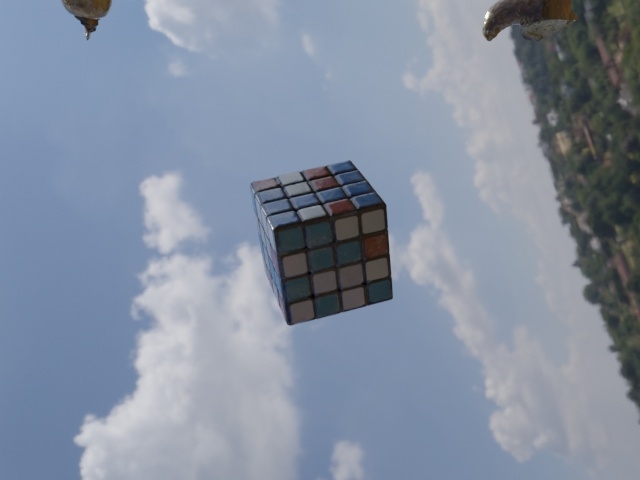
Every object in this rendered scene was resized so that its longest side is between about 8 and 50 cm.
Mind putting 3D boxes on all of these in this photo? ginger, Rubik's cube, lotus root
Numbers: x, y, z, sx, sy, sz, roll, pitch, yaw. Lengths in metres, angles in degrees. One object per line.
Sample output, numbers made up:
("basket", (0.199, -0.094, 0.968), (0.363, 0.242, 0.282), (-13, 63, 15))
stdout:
("ginger", (0.160, -0.166, 0.575), (0.048, 0.097, 0.030), (46, -156, -14))
("Rubik's cube", (0.000, 0.000, 0.672), (0.092, 0.092, 0.092), (-120, 20, -58))
("lotus root", (-0.292, -0.318, 1.008), (0.063, 0.072, 0.152), (-29, -37, -36))
